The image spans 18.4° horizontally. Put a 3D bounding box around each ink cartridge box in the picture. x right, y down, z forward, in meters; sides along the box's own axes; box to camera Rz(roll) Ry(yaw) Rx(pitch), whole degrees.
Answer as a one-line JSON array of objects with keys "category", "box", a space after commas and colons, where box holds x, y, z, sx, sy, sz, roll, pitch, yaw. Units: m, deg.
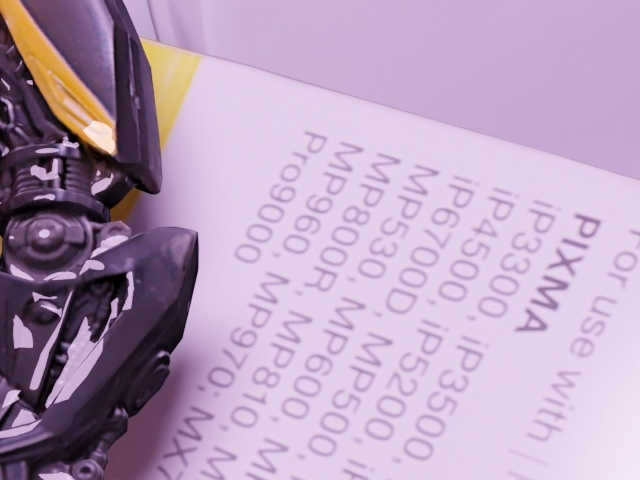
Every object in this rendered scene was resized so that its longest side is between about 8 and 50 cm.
[{"category": "ink cartridge box", "box": [-0.039, 0.078, 0.489, 0.385, 0.279, 0.160, 18, 70, 32]}]

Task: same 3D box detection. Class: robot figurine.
[{"category": "robot figurine", "box": [-0.137, 0.055, 0.325, 0.211, 0.085, 0.291, 3, 67, 26]}]

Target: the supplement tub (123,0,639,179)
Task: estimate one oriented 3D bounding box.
[{"category": "supplement tub", "box": [-0.010, -0.155, 0.618, 0.235, 0.235, 0.325, -40, 40, -3]}]
